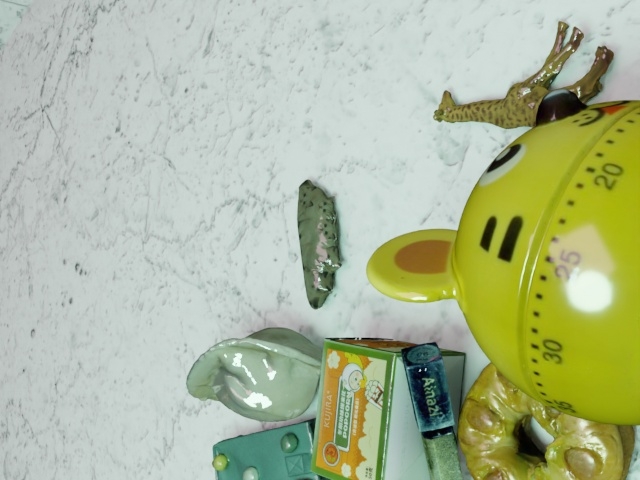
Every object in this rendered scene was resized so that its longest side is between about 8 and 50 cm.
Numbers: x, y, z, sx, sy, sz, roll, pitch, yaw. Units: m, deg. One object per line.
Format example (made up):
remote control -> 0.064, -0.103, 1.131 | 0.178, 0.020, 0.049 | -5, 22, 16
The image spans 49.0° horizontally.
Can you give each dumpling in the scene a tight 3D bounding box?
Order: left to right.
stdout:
dumpling -> -0.120, 0.243, 1.214 | 0.243, 0.226, 0.175 | -65, 32, 21

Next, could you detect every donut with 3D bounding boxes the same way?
donut -> 0.283, 0.251, 0.897 | 0.226, 0.113, 0.227 | -6, 81, 45

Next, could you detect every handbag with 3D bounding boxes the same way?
handbag -> -0.082, 0.463, 1.234 | 0.274, 0.100, 0.269 | -24, 68, 41

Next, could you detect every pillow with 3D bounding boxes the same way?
pillow -> 0.000, -0.001, 1.250 | 0.093, 0.051, 0.241 | -19, 69, 41

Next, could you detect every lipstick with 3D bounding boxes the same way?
lipstick -> 0.163, 0.286, 0.951 | 0.051, 0.051, 0.312 | -104, 1, -69

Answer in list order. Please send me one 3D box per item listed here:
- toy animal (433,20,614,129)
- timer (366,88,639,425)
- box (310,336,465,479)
toy animal -> 0.283, -0.209, 1.004 | 0.275, 0.054, 0.149 | -31, 62, 39
timer -> 0.282, 0.007, 0.770 | 0.387, 0.376, 0.376 | 27, 103, 46
box -> 0.098, 0.249, 1.032 | 0.148, 0.177, 0.195 | 4, 87, 45
